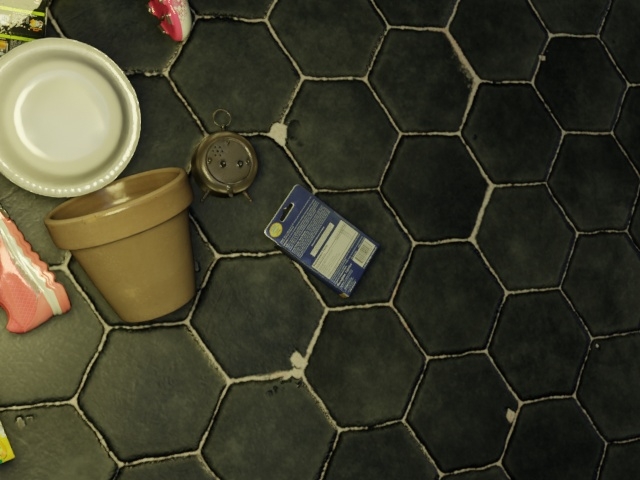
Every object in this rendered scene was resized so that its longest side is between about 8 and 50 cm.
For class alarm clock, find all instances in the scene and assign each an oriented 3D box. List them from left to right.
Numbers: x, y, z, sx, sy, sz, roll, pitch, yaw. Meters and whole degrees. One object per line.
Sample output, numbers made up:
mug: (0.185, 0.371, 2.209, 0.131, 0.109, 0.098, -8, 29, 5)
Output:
alarm clock: (-0.192, -0.173, 1.660, 0.129, 0.064, 0.192, -2, 80, -22)

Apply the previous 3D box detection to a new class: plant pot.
plant pot: (-0.333, 0.018, 1.493, 0.263, 0.263, 0.229, -24, 109, -23)

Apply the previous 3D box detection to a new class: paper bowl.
paper bowl: (-0.466, -0.217, 1.478, 0.284, 0.148, 0.284, -4, 100, -24)

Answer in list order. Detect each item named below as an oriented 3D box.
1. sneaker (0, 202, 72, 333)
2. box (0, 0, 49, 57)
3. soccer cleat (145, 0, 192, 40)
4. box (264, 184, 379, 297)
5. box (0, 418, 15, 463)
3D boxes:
sneaker: (-0.577, 0.028, 1.447, 0.136, 0.116, 0.313, -38, 96, -19)
box: (-0.596, -0.391, 1.496, 0.191, 0.045, 0.184, 4, 109, -21)
soccer cleat: (-0.303, -0.565, 1.643, 0.143, 0.116, 0.331, -24, 91, -22)
box: (0.000, 0.000, 1.720, 0.225, 0.036, 0.136, 38, 70, -14)
box: (-0.575, 0.292, 1.412, 0.043, 0.105, 0.179, -20, 89, -24)
